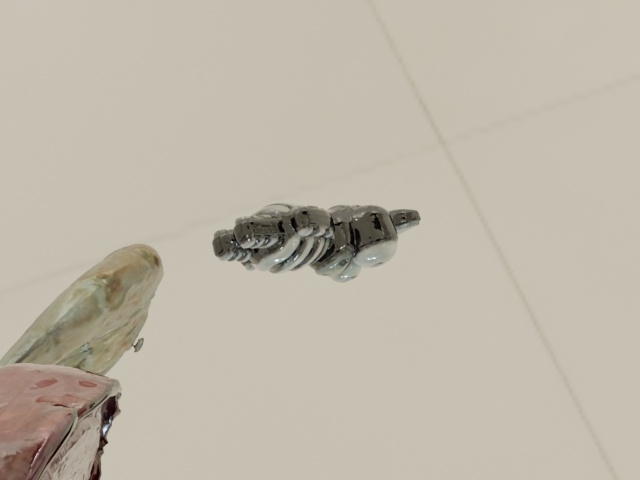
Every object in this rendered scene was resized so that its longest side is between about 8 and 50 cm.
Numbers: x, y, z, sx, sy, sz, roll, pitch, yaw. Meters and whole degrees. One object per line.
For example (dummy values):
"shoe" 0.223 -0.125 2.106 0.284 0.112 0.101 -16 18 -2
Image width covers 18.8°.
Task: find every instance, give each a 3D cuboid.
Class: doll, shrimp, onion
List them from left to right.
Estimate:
"onion" -0.191 0.161 0.939 0.120 0.283 0.227 22 96 -1
"shrimp" -0.251 0.133 1.543 0.085 0.360 0.247 45 25 5
"doll" 0.000 0.000 1.702 0.219 0.091 0.067 -3 67 -46
